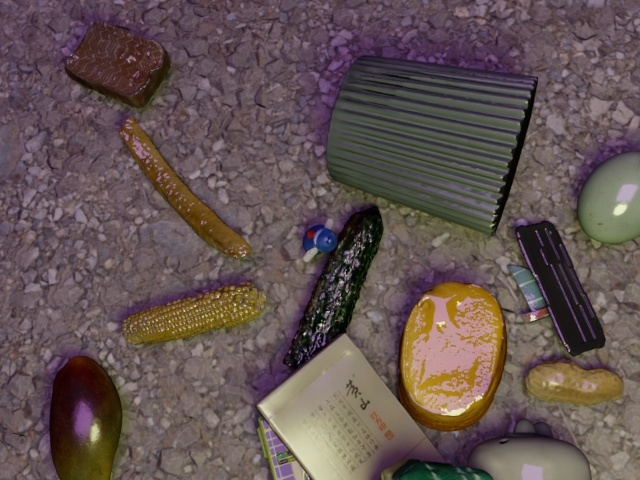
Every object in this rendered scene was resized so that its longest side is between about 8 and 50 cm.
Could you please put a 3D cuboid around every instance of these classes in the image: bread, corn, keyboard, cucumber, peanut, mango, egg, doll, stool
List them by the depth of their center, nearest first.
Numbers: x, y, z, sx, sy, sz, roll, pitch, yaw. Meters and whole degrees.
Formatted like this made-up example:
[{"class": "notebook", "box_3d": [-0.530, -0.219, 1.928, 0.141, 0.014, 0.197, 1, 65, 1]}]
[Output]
[{"class": "peanut", "box_3d": [0.456, 0.254, 1.287, 0.174, 0.080, 0.080, 5, 74, 4]}, {"class": "bread", "box_3d": [0.236, 0.204, 1.289, 0.195, 0.143, 0.270, 11, 73, 12]}, {"class": "egg", "box_3d": [0.564, -0.080, 1.333, 0.192, 0.149, 0.149, -45, 74, -1]}, {"class": "mango", "box_3d": [-0.437, 0.348, 1.341, 0.133, 0.111, 0.268, -6, 78, -7]}, {"class": "stool", "box_3d": [0.206, -0.195, 1.344, 0.330, 0.297, 0.297, 17, 76, 16]}, {"class": "keyboard", "box_3d": [0.450, 0.085, 1.345, 0.106, 0.016, 0.262, -11, 71, -25]}, {"class": "cucumber", "box_3d": [0.039, 0.088, 1.372, 0.096, 0.096, 0.359, 20, 78, 12]}, {"class": "doll", "box_3d": [0.000, 0.000, 1.382, 0.057, 0.143, 0.099, 35, 84, -13]}, {"class": "corn", "box_3d": [-0.243, 0.142, 1.393, 0.288, 0.086, 0.087, -14, 72, 4]}]

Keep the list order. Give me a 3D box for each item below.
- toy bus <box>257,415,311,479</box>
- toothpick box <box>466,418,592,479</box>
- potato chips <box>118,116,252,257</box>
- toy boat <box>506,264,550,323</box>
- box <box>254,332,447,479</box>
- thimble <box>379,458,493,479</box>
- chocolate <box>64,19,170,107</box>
[{"class": "toy bus", "box_3d": [-0.051, 0.384, 1.297, 0.101, 0.088, 0.175, -19, 74, 3]}, {"class": "toothpick box", "box_3d": [0.352, 0.456, 1.178, 0.229, 0.229, 0.316, 0, 72, 6]}, {"class": "potato chips", "box_3d": [-0.285, -0.093, 1.473, 0.057, 0.080, 0.407, -36, 71, -22]}, {"class": "toy boat", "box_3d": [0.405, 0.091, 1.362, 0.096, 0.034, 0.122, -16, 68, -11]}, {"class": "box", "box_3d": [0.074, 0.364, 1.240, 0.204, 0.051, 0.365, -37, 90, -17]}, {"class": "thimble", "box_3d": [0.170, 0.480, 1.080, 0.167, 0.254, 0.288, 8, 90, -13]}, {"class": "chocolate", "box_3d": [-0.435, -0.379, 1.564, 0.214, 0.093, 0.148, 26, 79, 14]}]
